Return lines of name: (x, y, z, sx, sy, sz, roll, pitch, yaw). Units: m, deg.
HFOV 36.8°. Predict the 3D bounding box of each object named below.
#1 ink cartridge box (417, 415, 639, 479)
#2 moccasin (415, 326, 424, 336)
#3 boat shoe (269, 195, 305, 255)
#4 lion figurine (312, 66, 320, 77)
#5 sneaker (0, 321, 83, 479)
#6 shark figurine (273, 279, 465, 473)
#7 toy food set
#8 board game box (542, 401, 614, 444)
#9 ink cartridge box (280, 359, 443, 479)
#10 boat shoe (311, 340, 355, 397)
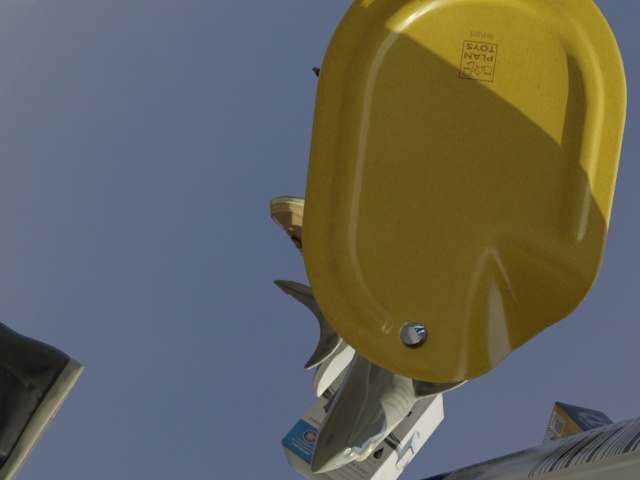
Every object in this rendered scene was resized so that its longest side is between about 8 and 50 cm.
ink cartridge box: (0.145, 0.260, 0.453, 0.324, 0.071, 0.330, -33, -99, 44)
moccasin: (0.188, 0.097, 1.537, 0.138, 0.342, 0.116, -27, -96, 19)
boat shoe: (0.000, 0.000, 0.977, 0.050, 0.135, 0.045, -18, -128, 43)
lion figurine: (0.133, -0.161, 1.570, 0.142, 0.392, 0.240, -35, 180, -25)
sneaker: (-0.318, 0.172, 0.855, 0.083, 0.118, 0.222, -53, -172, 48)
shark figurine: (0.038, 0.077, 0.871, 0.166, 0.116, 0.278, -30, -161, 4)
toy food set: (0.058, -0.052, 0.417, 0.071, 0.128, 0.217, -120, -143, -79)
board game box: (0.188, 0.225, 0.624, 0.243, 0.042, 0.165, -118, -137, -77)
ink cartridge box: (0.060, 0.260, 1.330, 0.140, 0.082, 0.190, 28, -118, 29)
boat shoe: (0.043, 0.176, 1.662, 0.070, 0.077, 0.219, 17, -117, 41)
